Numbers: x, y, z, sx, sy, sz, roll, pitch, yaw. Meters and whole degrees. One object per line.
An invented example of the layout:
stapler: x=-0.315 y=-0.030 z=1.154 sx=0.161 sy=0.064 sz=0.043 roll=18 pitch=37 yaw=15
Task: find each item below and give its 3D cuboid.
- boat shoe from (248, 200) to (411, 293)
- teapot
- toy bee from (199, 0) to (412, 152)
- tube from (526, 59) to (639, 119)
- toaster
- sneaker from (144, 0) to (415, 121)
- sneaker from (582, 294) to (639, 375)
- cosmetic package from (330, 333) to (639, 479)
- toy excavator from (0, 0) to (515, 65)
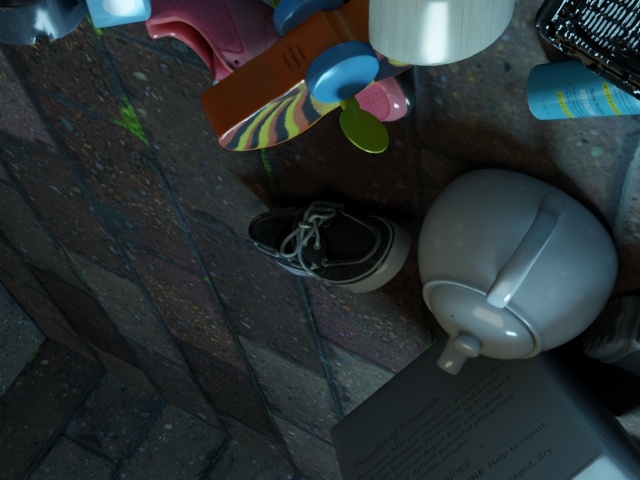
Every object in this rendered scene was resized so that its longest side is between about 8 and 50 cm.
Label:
boat shoe: x=0.002 y=-0.004 z=1.483 sx=0.105 sy=0.113 sz=0.306 roll=30 pitch=172 yaw=-32
teapot: x=0.210 y=0.051 z=1.220 sx=0.252 sy=0.187 sz=0.256 roll=7 pitch=145 yaw=47
toy bee: x=0.039 y=-0.175 z=1.008 sx=0.298 sy=0.195 sz=0.162 roll=-15 pitch=165 yaw=31
tube: x=0.284 y=-0.139 z=0.924 sx=0.207 sy=0.052 sz=0.080 roll=0 pitch=146 yaw=42
toaster: x=0.265 y=-0.180 z=0.759 sx=0.168 sy=0.110 sz=0.185 roll=32 pitch=150 yaw=4
sneaker: x=-0.051 y=-0.196 z=1.126 sx=0.314 sy=0.136 sz=0.116 roll=31 pitch=159 yaw=3
sneaker: x=0.415 y=0.106 z=1.202 sx=0.115 sy=0.105 sz=0.281 roll=27 pitch=169 yaw=-6
cosmetic package: x=0.260 y=0.351 z=1.378 sx=0.329 sy=0.327 sz=0.393 roll=44 pitch=-169 yaw=-22
toy excavator: x=-0.100 y=-0.303 z=0.872 sx=0.445 sy=0.433 sz=0.222 roll=-13 pitch=146 yaw=-4
